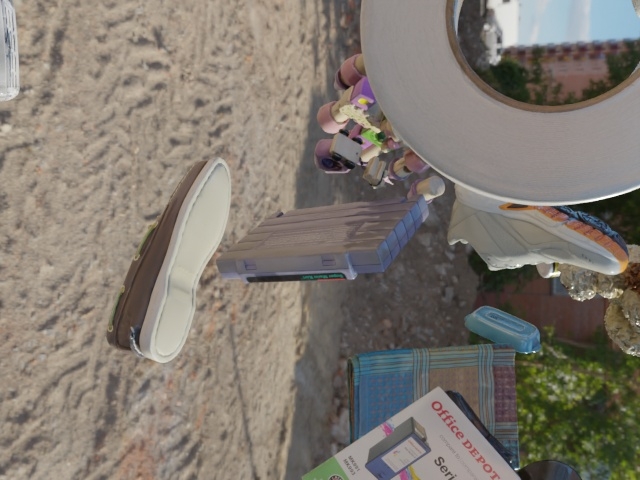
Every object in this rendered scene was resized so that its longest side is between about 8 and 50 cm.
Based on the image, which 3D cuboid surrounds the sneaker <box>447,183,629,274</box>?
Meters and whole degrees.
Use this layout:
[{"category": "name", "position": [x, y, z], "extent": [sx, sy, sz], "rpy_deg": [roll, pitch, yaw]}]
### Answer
[{"category": "sneaker", "position": [0.302, 0.002, 0.858], "extent": [0.099, 0.262, 0.121], "rpy_deg": [-11, 122, -45]}]

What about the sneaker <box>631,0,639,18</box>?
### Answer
[{"category": "sneaker", "position": [0.558, -0.362, 0.935], "extent": [0.152, 0.085, 0.058], "rpy_deg": [53, 48, -12]}]

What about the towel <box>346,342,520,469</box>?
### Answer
[{"category": "towel", "position": [0.233, 0.350, 1.193], "extent": [0.040, 0.370, 0.271], "rpy_deg": [169, -80, -74]}]

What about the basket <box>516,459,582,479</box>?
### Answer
[{"category": "basket", "position": [0.401, 0.515, 1.083], "extent": [0.204, 0.154, 0.227], "rpy_deg": [-56, 156, 3]}]

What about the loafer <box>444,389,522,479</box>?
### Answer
[{"category": "loafer", "position": [0.233, 0.311, 0.833], "extent": [0.076, 0.078, 0.223], "rpy_deg": [105, -30, -46]}]

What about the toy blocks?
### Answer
[{"category": "toy blocks", "position": [0.115, -0.209, 1.292], "extent": [0.260, 0.289, 0.308], "rpy_deg": [-22, -136, 59]}]

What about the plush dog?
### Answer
[{"category": "plush dog", "position": [0.594, 0.096, 1.052], "extent": [0.262, 0.210, 0.225], "rpy_deg": [43, 9, -17]}]

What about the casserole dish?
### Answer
[{"category": "casserole dish", "position": [0.436, 0.206, 1.416], "extent": [0.114, 0.188, 0.037], "rpy_deg": [-19, 124, -50]}]

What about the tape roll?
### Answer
[{"category": "tape roll", "position": [0.234, -0.228, 0.600], "extent": [0.072, 0.392, 0.391], "rpy_deg": [-10, 101, -74]}]

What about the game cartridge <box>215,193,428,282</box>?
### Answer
[{"category": "game cartridge", "position": [0.000, 0.000, 1.114], "extent": [0.230, 0.355, 0.068], "rpy_deg": [-49, 125, -46]}]

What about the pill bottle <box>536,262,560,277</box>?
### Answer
[{"category": "pill bottle", "position": [0.507, 0.038, 1.213], "extent": [0.065, 0.116, 0.065], "rpy_deg": [173, -90, -87]}]

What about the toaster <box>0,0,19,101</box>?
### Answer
[{"category": "toaster", "position": [-0.534, -0.286, 0.868], "extent": [0.147, 0.129, 0.226], "rpy_deg": [-11, 113, -40]}]

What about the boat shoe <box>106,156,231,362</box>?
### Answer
[{"category": "boat shoe", "position": [-0.223, 0.016, 0.890], "extent": [0.116, 0.097, 0.324], "rpy_deg": [51, 49, -60]}]

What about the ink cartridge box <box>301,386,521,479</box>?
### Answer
[{"category": "ink cartridge box", "position": [0.109, 0.304, 0.716], "extent": [0.154, 0.212, 0.093], "rpy_deg": [49, -19, 41]}]
